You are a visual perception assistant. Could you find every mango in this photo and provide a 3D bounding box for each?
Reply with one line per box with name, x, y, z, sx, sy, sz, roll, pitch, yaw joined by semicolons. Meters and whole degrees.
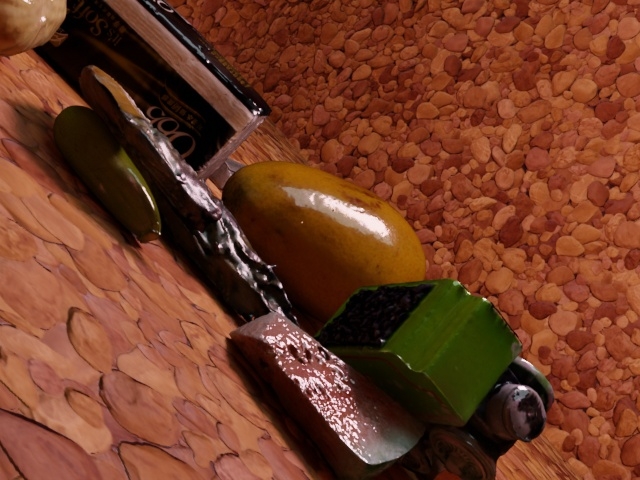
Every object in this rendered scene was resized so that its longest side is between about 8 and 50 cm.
mango;0.000;0.000;1.530;0.378;0.221;0.264;32;17;-28

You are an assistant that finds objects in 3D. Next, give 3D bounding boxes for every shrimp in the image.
shrimp;-0.165;-0.050;1.199;0.445;0.085;0.272;52;-8;9

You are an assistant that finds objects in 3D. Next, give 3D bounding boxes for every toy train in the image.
toy train;0.139;0.173;1.211;0.249;0.173;0.307;52;-26;-15

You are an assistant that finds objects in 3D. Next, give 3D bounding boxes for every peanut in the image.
peanut;-0.422;-0.330;1.285;0.147;0.147;0.319;42;6;-28

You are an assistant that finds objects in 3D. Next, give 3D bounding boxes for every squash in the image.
squash;-0.256;-0.080;1.142;0.201;0.066;0.066;54;9;11

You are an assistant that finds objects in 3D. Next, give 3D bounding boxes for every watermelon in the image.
watermelon;-0.010;0.175;1.083;0.241;0.094;0.154;46;17;13

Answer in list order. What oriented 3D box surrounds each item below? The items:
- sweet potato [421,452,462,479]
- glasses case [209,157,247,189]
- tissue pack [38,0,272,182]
sweet potato;0.126;0.257;1.415;0.067;0.059;0.281;56;1;-36
glasses case;-0.175;-0.131;1.907;0.071;0.047;0.205;48;7;12
tissue pack;-0.276;-0.280;1.571;0.370;0.198;0.210;45;10;-2
